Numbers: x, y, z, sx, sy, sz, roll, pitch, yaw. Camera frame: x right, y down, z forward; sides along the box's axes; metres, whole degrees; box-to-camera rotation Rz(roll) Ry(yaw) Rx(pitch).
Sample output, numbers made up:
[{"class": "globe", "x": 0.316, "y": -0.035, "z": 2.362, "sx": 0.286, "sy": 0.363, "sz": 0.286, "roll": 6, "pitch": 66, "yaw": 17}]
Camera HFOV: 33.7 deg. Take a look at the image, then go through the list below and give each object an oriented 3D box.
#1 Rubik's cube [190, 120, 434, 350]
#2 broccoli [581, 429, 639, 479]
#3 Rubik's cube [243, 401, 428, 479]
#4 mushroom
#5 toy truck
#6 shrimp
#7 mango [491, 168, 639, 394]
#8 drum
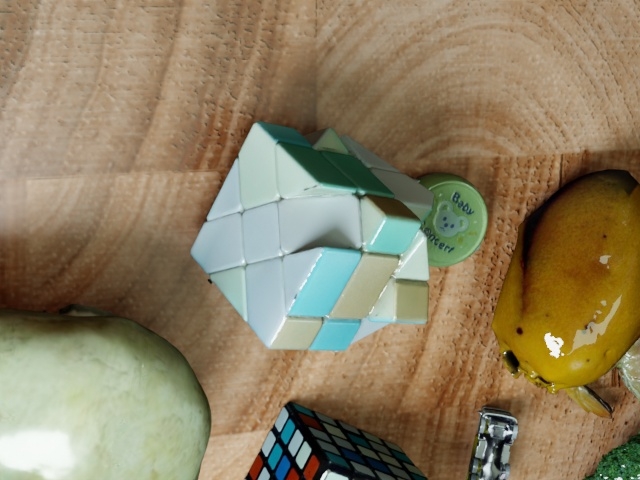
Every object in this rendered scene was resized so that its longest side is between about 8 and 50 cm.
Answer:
[{"class": "Rubik's cube", "x": 0.000, "y": 0.000, "z": 1.174, "sx": 0.213, "sy": 0.265, "sz": 0.224, "roll": 6, "pitch": 122, "yaw": -45}, {"class": "broccoli", "x": 0.482, "y": 0.381, "z": 1.392, "sx": 0.275, "sy": 0.308, "sz": 0.307, "roll": -15, "pitch": 109, "yaw": -37}, {"class": "Rubik's cube", "x": 0.016, "y": 0.332, "z": 1.273, "sx": 0.184, "sy": 0.187, "sz": 0.182, "roll": 26, "pitch": 95, "yaw": -21}, {"class": "mushroom", "x": -0.286, "y": 0.198, "z": 1.094, "sx": 0.352, "sy": 0.260, "sz": 0.352, "roll": 1, "pitch": 134, "yaw": 1}, {"class": "toy truck", "x": 0.224, "y": 0.281, "z": 1.397, "sx": 0.052, "sy": 0.063, "sz": 0.123, "roll": 10, "pitch": 100, "yaw": 2}, {"class": "shrimp", "x": 0.411, "y": 0.187, "z": 1.438, "sx": 0.150, "sy": 0.068, "sz": 0.248, "roll": -38, "pitch": 107, "yaw": 7}, {"class": "mango", "x": 0.328, "y": 0.053, "z": 1.324, "sx": 0.201, "sy": 0.152, "sz": 0.287, "roll": 23, "pitch": 82, "yaw": 14}, {"class": "drum", "x": 0.117, "y": 0.035, "z": 1.304, "sx": 0.130, "sy": 0.049, "sz": 0.253, "roll": 25, "pitch": 95, "yaw": -22}]
